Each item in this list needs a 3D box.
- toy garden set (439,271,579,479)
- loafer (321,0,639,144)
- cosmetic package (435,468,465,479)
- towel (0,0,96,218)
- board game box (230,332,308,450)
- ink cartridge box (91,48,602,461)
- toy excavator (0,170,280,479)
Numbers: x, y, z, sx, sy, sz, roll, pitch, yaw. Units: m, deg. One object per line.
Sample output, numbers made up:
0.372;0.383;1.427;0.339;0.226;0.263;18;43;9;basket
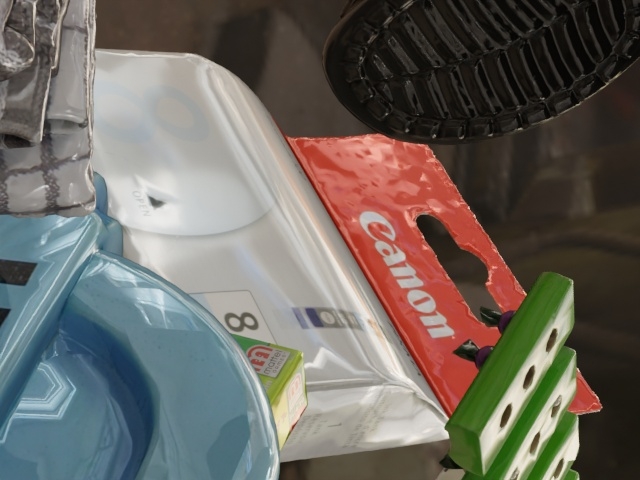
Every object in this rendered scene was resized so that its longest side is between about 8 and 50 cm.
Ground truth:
0.078;0.159;0.935;0.204;0.049;0.244;-54;152;-29;toy garden set
0.100;-0.111;0.619;0.080;0.220;0.078;59;6;-29;loafer
0.156;0.354;1.432;0.160;0.113;0.309;-24;111;-75;cosmetic package
-0.193;-0.148;0.565;0.121;0.235;0.284;103;-14;-69;towel
-0.108;0.082;0.880;0.092;0.181;0.043;-58;154;-42;board game box
0.000;0.000;1.165;0.385;0.091;0.308;-3;48;-35;ink cartridge box
-0.088;0.162;0.620;0.433;0.445;0.222;-68;175;-49;toy excavator
